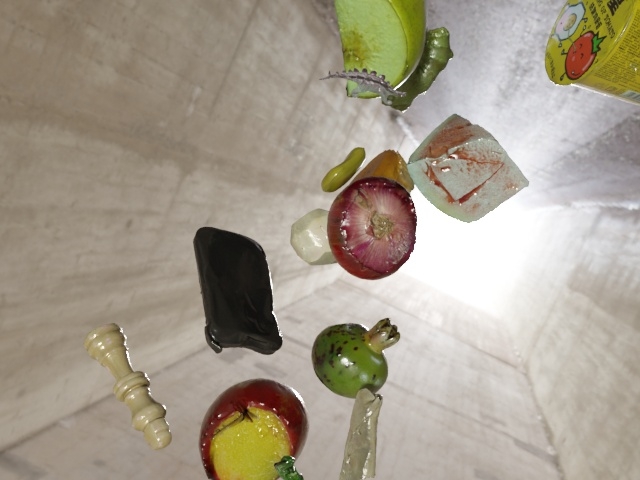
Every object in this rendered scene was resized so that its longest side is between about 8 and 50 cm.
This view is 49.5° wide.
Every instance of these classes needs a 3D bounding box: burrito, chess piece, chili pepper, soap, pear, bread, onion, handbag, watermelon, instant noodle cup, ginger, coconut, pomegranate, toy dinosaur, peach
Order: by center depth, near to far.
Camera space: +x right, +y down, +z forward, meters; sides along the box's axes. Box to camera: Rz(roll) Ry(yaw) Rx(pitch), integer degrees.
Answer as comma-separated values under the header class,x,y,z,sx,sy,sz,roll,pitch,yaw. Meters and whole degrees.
class,x,y,z,sx,sy,sz,roll,pitch,yaw
instant noodle cup,0.435,-0.280,0.988,0.144,0.182,0.182,19,-174,-17
handbag,-0.190,0.117,1.570,0.192,0.075,0.332,17,-137,-35
soap,0.055,-0.159,1.575,0.045,0.140,0.089,41,144,5
watermelon,0.346,-0.187,1.576,0.213,0.261,0.201,48,138,-15
burrito,0.097,0.451,1.577,0.087,0.225,0.060,9,-178,26
toy dinosaur,0.101,-0.366,1.615,0.209,0.039,0.082,10,156,-4
onion,0.121,-0.030,1.637,0.248,0.247,0.161,23,170,-6
pomegranate,0.092,0.279,1.710,0.202,0.248,0.202,39,-159,-18
chili pepper,-0.081,0.630,1.881,0.073,0.050,0.182,33,153,43
pear,0.187,-0.593,1.882,0.239,0.342,0.318,7,-139,23
chess piece,-0.531,0.417,1.965,0.397,0.117,0.117,50,-163,25
coconut,-0.002,0.001,2.019,0.162,0.161,0.161,57,-167,10
ginger,0.295,-0.516,2.115,0.137,0.290,0.089,44,-168,-18
peach,-0.224,0.638,2.353,0.335,0.405,0.310,36,-157,-7
bread,0.175,-0.152,2.414,0.236,0.388,0.183,-5,136,49
